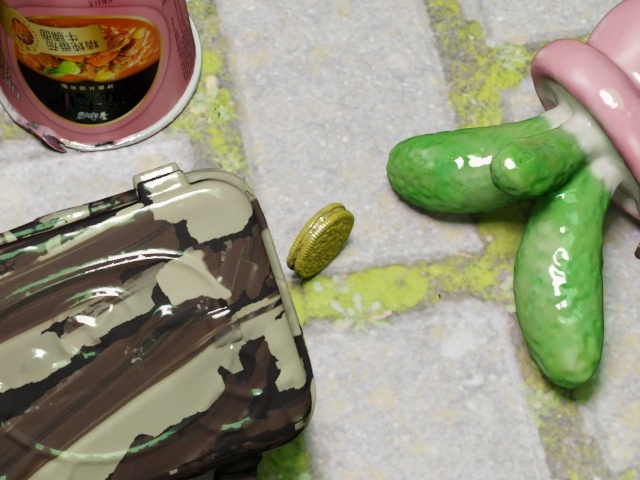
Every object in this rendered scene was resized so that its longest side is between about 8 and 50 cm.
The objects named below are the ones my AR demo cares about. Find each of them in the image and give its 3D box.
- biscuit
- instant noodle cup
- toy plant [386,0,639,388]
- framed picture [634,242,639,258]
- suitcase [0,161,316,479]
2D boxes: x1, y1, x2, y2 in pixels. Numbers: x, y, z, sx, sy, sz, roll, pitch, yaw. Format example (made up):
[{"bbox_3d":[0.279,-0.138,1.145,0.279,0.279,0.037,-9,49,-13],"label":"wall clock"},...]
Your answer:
[{"bbox_3d":[0.000,0.000,1.743,0.023,0.084,0.084,40,66,18],"label":"biscuit"},{"bbox_3d":[-0.235,-0.252,1.769,0.244,0.255,0.244,1,64,-2],"label":"instant noodle cup"},{"bbox_3d":[0.282,-0.076,1.740,0.356,0.211,0.317,-36,68,-9],"label":"toy plant"},{"bbox_3d":[0.427,0.005,1.807,0.168,0.023,0.128,30,64,12],"label":"framed picture"},{"bbox_3d":[-0.185,0.126,1.582,0.351,0.194,0.339,-19,98,-6],"label":"suitcase"}]
